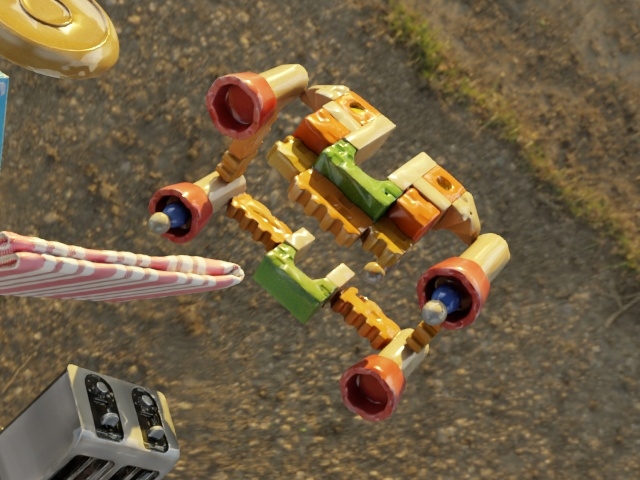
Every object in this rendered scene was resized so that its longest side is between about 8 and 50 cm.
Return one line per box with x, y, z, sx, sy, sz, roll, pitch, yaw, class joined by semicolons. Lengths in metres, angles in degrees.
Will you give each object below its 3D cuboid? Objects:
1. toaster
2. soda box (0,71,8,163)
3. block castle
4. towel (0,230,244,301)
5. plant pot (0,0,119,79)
-0.290;0.254;1.158;0.168;0.186;0.110;32;21;-48;toaster
-0.419;-0.104;1.119;0.071;0.210;0.067;33;30;32;soda box
0.000;0.000;1.298;0.453;0.303;0.213;42;38;9;block castle
-0.169;0.020;0.667;0.197;0.144;0.029;9;77;-49;towel
-0.394;-0.320;1.364;0.236;0.032;0.236;23;37;-19;plant pot
